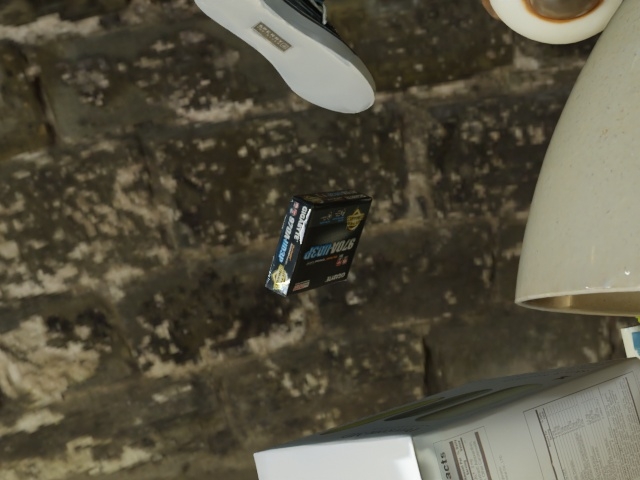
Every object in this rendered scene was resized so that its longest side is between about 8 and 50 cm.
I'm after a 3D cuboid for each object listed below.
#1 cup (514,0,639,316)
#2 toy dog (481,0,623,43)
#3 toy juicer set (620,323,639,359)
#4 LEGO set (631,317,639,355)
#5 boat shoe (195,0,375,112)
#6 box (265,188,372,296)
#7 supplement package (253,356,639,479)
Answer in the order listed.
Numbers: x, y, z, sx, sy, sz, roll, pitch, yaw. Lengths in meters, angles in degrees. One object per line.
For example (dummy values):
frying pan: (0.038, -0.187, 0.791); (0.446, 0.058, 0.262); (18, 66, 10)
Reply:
cup: (0.311, -0.068, 0.717); (0.330, 0.237, 0.331); (1, -8, 0)
toy dog: (0.412, -0.356, 1.268); (0.407, 0.396, 0.284); (2, 22, -15)
toy juicer set: (0.525, 0.123, 1.281); (0.329, 0.209, 0.089); (-33, 3, -19)
LEGO set: (0.410, 0.097, 1.103); (0.093, 0.227, 0.087); (-11, 70, 22)
boat shoe: (-0.036, -0.286, 1.287); (0.113, 0.306, 0.105); (-24, 44, 46)
box: (0.000, 0.000, 1.760); (0.051, 0.175, 0.220); (26, 18, 26)
supplement package: (0.125, 0.224, 0.768); (0.262, 0.198, 0.199); (-9, -7, -39)
